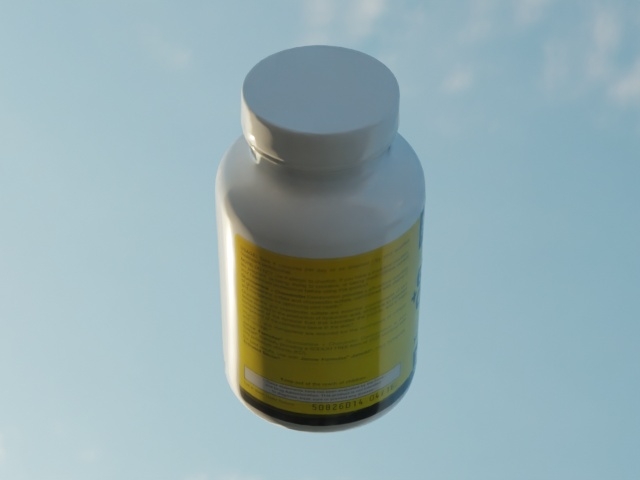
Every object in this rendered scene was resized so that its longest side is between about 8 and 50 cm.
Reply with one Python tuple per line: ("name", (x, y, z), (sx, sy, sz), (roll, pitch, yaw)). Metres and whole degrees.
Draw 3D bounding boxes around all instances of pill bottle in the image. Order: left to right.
("pill bottle", (0.000, 0.000, 0.865), (0.103, 0.103, 0.184), (15, -48, 17))
